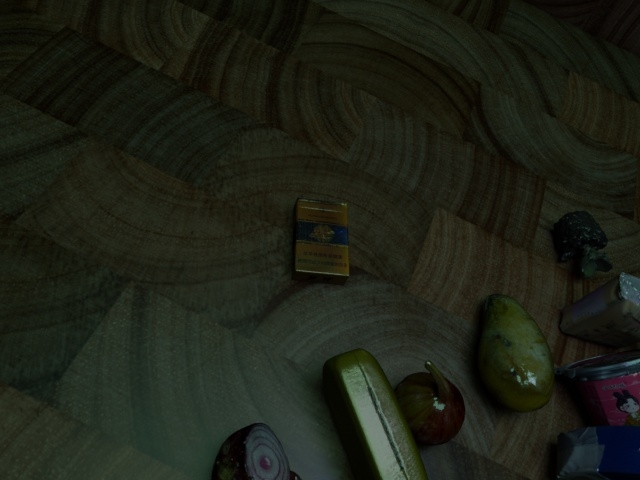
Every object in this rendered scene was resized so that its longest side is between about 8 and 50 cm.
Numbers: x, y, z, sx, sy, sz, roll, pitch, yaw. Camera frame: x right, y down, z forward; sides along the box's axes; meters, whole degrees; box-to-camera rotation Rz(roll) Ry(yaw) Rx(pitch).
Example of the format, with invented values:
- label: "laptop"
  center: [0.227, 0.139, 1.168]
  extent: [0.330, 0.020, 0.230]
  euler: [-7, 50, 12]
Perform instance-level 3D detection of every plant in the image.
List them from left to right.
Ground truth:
- label: "plant"
  center: [0.818, 0.013, 1.636]
  extent: [0.142, 0.131, 0.203]
  euler: [7, 49, -12]

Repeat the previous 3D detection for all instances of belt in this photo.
- label: "belt"
  center: [0.713, 0.518, 1.194]
  extent: [0.212, 0.346, 0.117]
  euler: [36, 55, -23]

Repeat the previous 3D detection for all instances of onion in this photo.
- label: "onion"
  center: [-0.128, 0.504, 1.105]
  extent: [0.218, 0.139, 0.195]
  euler: [36, 21, -44]

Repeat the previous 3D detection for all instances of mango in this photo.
- label: "mango"
  center: [0.507, 0.292, 1.384]
  extent: [0.176, 0.175, 0.330]
  euler: [46, 32, -22]

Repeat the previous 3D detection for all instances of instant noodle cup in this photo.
- label: "instant noodle cup"
  center: [0.784, 0.394, 1.357]
  extent: [0.258, 0.302, 0.182]
  euler: [1, 71, -50]

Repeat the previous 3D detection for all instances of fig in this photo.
- label: "fig"
  center: [0.269, 0.384, 1.231]
  extent: [0.174, 0.207, 0.175]
  euler: [11, 52, -15]

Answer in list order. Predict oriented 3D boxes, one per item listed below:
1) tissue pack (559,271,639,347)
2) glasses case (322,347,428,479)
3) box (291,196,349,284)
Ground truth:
- label: "tissue pack"
  center: [0.833, 0.208, 1.452]
  extent: [0.214, 0.257, 0.123]
  euler: [18, 55, -6]
- label: "glasses case"
  center: [0.128, 0.431, 1.184]
  extent: [0.140, 0.173, 0.372]
  euler: [-14, 67, -21]
- label: "box"
  center: [0.000, 0.000, 1.467]
  extent: [0.152, 0.070, 0.238]
  euler: [6, 58, -11]
